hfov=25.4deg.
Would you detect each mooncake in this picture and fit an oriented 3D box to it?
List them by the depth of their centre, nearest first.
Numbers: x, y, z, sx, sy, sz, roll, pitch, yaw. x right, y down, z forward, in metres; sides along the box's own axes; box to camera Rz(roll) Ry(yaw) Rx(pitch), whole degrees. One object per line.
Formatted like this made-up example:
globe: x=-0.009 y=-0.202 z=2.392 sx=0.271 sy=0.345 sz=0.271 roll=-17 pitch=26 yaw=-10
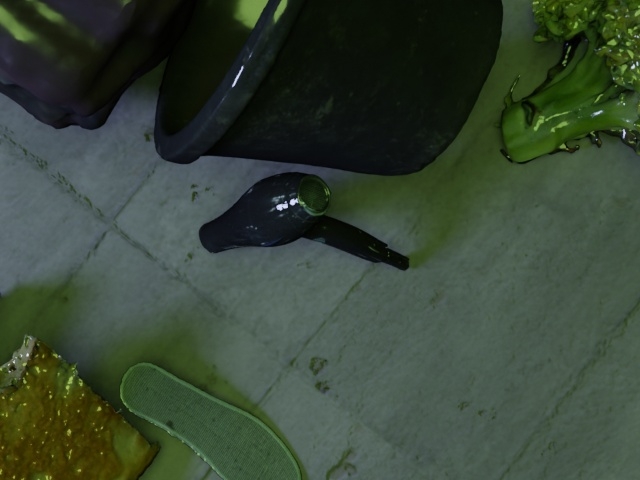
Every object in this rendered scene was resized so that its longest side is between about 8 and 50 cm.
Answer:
mooncake: x=-0.217 y=-0.267 z=1.373 sx=0.212 sy=0.381 sz=0.350 roll=32 pitch=93 yaw=-9

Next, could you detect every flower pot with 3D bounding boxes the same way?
flower pot: x=0.019 y=-0.199 z=1.407 sx=0.251 sy=0.379 sz=0.379 roll=26 pitch=90 yaw=-20

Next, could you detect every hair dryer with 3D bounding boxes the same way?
hair dryer: x=0.000 y=0.000 z=1.508 sx=0.219 sy=0.195 sz=0.075 roll=21 pitch=65 yaw=-29

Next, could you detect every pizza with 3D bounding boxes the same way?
pizza: x=-0.330 y=0.219 z=1.457 sx=0.323 sy=0.089 sz=0.223 roll=-24 pitch=105 yaw=-30

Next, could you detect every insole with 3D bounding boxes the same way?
insole: x=-0.114 y=0.205 z=1.526 sx=0.232 sy=0.003 sz=0.080 roll=36 pitch=68 yaw=-10

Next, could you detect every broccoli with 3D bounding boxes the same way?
broccoli: x=0.310 y=-0.175 z=1.467 sx=0.273 sy=0.180 sz=0.242 roll=-30 pitch=90 yaw=0
